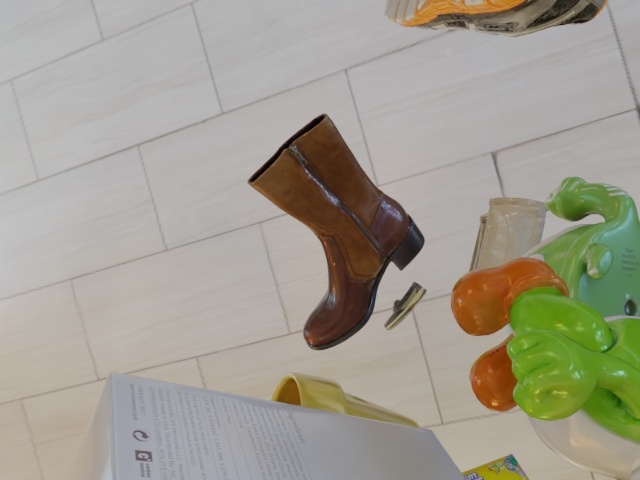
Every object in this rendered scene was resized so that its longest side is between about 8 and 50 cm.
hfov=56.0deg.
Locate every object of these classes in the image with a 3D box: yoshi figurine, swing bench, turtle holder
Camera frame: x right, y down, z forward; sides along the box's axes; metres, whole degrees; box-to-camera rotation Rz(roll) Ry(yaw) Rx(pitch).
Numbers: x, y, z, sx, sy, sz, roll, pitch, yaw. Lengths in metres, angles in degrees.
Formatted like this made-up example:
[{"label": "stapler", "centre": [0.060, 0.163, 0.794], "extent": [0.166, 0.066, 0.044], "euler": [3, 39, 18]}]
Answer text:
[{"label": "yoshi figurine", "centre": [0.205, 0.166, 0.441], "extent": [0.203, 0.362, 0.203], "euler": [15, 107, -24]}, {"label": "swing bench", "centre": [0.517, 0.031, 1.697], "extent": [0.165, 0.255, 0.253], "euler": [13, 79, 11]}, {"label": "turtle holder", "centre": [0.396, 0.075, 0.927], "extent": [0.243, 0.227, 0.320], "euler": [-22, 95, -26]}]

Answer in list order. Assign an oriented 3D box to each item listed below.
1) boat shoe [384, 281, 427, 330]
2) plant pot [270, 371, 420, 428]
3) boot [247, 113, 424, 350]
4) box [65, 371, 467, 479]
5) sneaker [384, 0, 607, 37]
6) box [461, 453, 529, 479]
[{"label": "boat shoe", "centre": [0.219, 0.175, 1.608], "extent": [0.049, 0.056, 0.152], "euler": [44, 97, 20]}, {"label": "plant pot", "centre": [0.038, 0.370, 1.031], "extent": [0.239, 0.254, 0.254], "euler": [13, 98, -17]}, {"label": "boot", "centre": [0.000, 0.000, 0.887], "extent": [0.264, 0.096, 0.280], "euler": [-46, 123, 1]}, {"label": "box", "centre": [-0.044, 0.276, 0.517], "extent": [0.345, 0.168, 0.215], "euler": [18, 107, -27]}, {"label": "sneaker", "centre": [0.115, -0.185, 0.439], "extent": [0.083, 0.215, 0.084], "euler": [13, 109, -23]}, {"label": "box", "centre": [0.437, 0.797, 1.733], "extent": [0.177, 0.290, 0.279], "euler": [60, 148, 38]}]
